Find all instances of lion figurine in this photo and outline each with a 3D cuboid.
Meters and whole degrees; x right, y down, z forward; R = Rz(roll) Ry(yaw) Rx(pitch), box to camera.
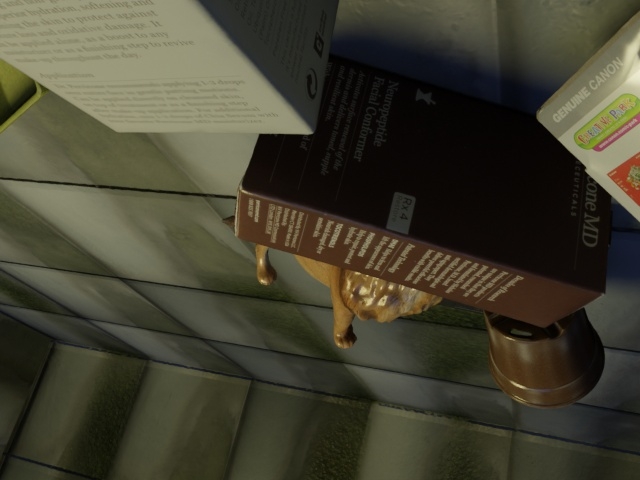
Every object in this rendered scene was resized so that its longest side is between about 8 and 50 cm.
[{"bbox_3d":[0.000,0.000,0.901,0.392,0.142,0.240,31,146,19],"label":"lion figurine"}]

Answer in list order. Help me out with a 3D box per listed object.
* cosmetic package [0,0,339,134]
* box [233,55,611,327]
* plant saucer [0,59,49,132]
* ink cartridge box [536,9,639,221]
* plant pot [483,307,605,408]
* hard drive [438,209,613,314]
[{"bbox_3d":[-0.173,-0.230,0.408,0.230,0.161,0.453,5,167,22],"label":"cosmetic package"},{"bbox_3d":[0.112,-0.054,0.703,0.381,0.191,0.143,16,157,-4],"label":"box"},{"bbox_3d":[-0.347,-0.222,0.683,0.045,0.188,0.188,-24,-172,-42],"label":"plant saucer"},{"bbox_3d":[0.361,-0.109,0.456,0.272,0.130,0.309,44,155,4],"label":"ink cartridge box"},{"bbox_3d":[0.306,0.124,0.888,0.167,0.167,0.165,2,144,28],"label":"plant pot"},{"bbox_3d":[0.269,0.031,0.961,0.237,0.064,0.339,10,157,11],"label":"hard drive"}]
